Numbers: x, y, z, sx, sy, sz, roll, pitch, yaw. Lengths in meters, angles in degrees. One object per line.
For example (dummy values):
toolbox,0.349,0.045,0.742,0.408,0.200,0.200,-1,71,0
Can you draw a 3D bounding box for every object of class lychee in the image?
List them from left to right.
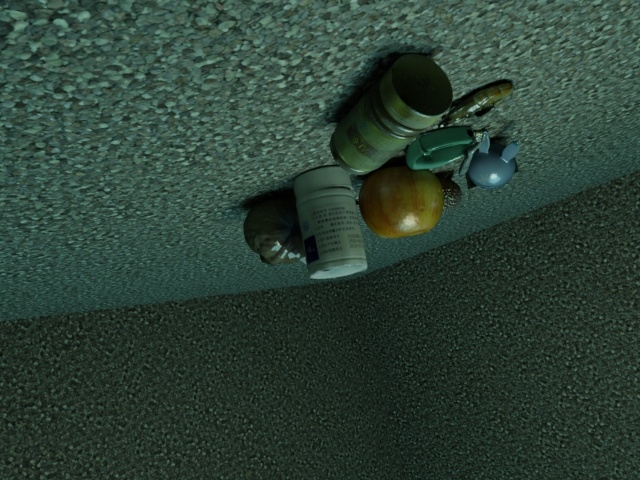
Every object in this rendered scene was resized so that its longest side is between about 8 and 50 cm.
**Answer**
lychee,0.461,-0.181,2.160,0.165,0.197,0.165,26,178,1

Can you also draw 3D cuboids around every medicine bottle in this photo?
medicine bottle,0.028,-0.055,1.776,0.190,0.332,0.190,-9,167,-2
medicine bottle,0.149,-0.276,1.301,0.151,0.151,0.322,-9,167,-27

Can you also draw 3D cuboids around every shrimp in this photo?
shrimp,0.423,-0.358,1.519,0.217,0.051,0.150,-26,171,31

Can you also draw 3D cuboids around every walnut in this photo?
walnut,-0.138,-0.032,1.918,0.248,0.248,0.248,-14,168,-3

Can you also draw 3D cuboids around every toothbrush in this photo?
toothbrush,0.467,-0.267,1.758,0.042,0.035,0.413,-1,170,6

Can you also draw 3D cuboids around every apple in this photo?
apple,0.273,-0.127,1.896,0.286,0.233,0.286,-5,178,0

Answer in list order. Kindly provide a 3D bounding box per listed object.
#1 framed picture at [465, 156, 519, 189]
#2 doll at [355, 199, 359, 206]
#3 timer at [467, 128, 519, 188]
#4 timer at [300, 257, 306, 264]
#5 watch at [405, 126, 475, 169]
framed picture,0.613,-0.258,2.028,0.183,0.142,0.011,-20,132,22
doll,0.046,-0.120,2.130,0.219,0.067,0.091,-14,167,-30
timer,0.582,-0.287,1.878,0.175,0.175,0.255,-12,139,-14
timer,0.000,0.000,2.428,0.257,0.161,0.250,-20,160,26
watch,0.368,-0.283,1.745,0.237,0.068,0.195,-7,165,-35
